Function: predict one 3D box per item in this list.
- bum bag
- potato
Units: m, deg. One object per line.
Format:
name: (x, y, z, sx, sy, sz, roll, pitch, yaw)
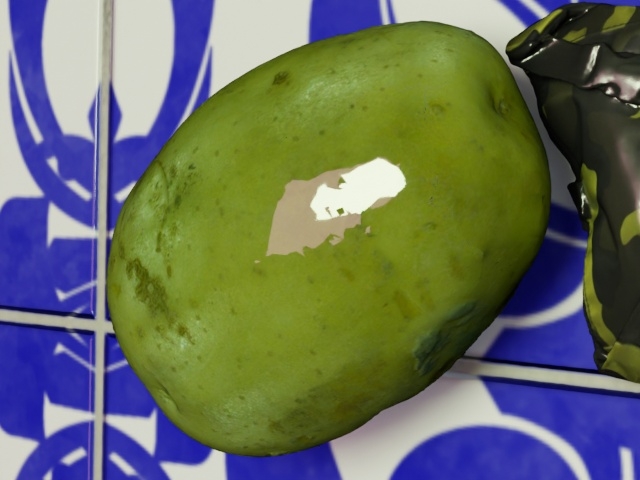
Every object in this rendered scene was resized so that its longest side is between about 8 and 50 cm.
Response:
bum bag: (0.174, -0.028, 0.950, 0.106, 0.060, 0.232, -25, 75, 42)
potato: (-0.001, 0.002, 0.987, 0.304, 0.216, 0.216, -36, 71, 41)
